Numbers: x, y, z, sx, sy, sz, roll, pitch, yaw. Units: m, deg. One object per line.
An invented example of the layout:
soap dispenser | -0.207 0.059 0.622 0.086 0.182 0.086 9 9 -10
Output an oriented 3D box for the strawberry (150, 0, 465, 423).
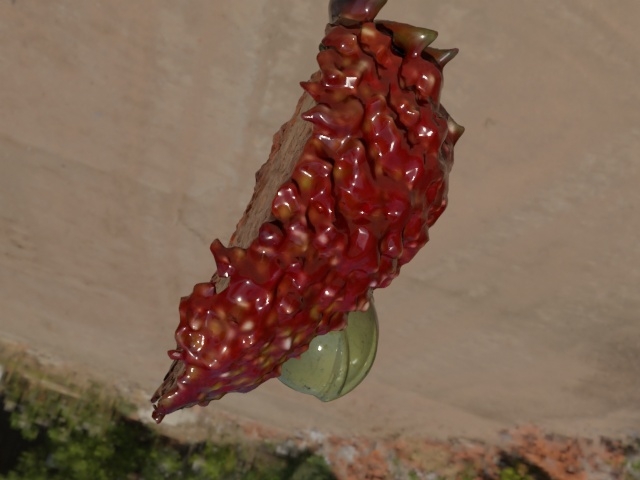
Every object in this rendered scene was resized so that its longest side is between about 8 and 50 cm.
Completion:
strawberry | 0.000 0.000 0.631 0.138 0.306 0.233 24 171 -5

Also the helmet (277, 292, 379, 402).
helmet | 0.004 0.175 1.389 0.204 0.137 0.257 -4 145 -38
